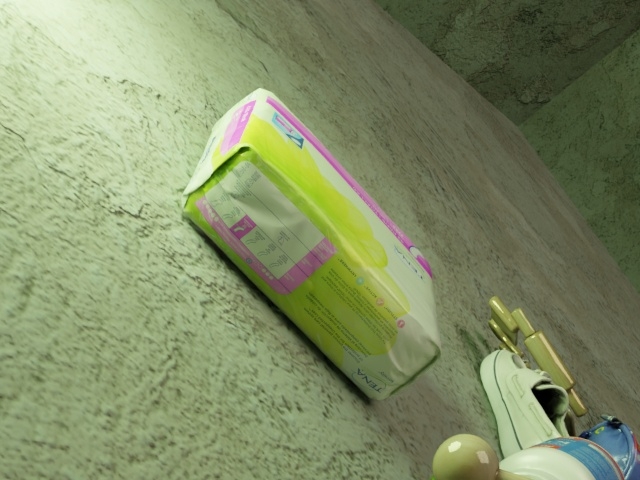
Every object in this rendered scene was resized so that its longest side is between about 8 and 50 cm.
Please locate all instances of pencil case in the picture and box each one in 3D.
[{"bbox_3d":[0.433,0.354,1.522,0.306,0.119,0.133,42,10,-28],"label":"pencil case"}]

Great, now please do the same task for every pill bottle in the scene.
[{"bbox_3d":[0.234,0.268,1.173,0.124,0.124,0.221,56,16,17],"label":"pill bottle"}]

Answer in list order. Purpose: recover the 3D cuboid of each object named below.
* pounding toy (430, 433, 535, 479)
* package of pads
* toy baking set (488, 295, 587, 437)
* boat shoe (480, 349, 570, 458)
[{"bbox_3d":[0.150,0.272,0.949,0.183,0.110,0.237,25,-29,17],"label":"pounding toy"},{"bbox_3d":[0.000,0.000,1.177,0.296,0.101,0.229,46,17,-14],"label":"package of pads"},{"bbox_3d":[0.309,0.187,1.590,0.256,0.030,0.197,57,-6,11],"label":"toy baking set"},{"bbox_3d":[0.268,0.207,1.455,0.096,0.088,0.267,46,17,-14],"label":"boat shoe"}]
